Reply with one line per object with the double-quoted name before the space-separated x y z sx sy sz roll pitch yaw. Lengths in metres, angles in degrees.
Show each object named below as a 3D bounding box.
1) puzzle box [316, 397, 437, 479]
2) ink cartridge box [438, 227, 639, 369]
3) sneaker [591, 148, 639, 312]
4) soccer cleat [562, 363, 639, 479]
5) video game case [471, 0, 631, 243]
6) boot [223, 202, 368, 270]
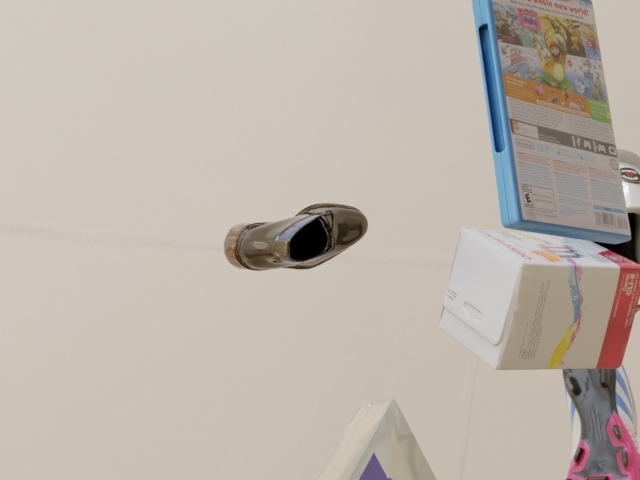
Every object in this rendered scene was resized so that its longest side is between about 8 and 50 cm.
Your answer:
"puzzle box" 0.111 0.412 1.147 0.052 0.272 0.409 -21 -78 27
"ink cartridge box" 0.247 0.066 1.173 0.176 0.128 0.127 2 -73 -27
"sneaker" 0.373 0.056 1.384 0.122 0.146 0.330 2 -57 5
"soccer cleat" 0.434 0.308 1.546 0.116 0.331 0.143 -17 -38 31
"video game case" 0.142 -0.084 0.639 0.119 0.015 0.166 6 -107 -42
"boot" 0.000 0.000 1.269 0.219 0.106 0.082 -14 -79 -39
